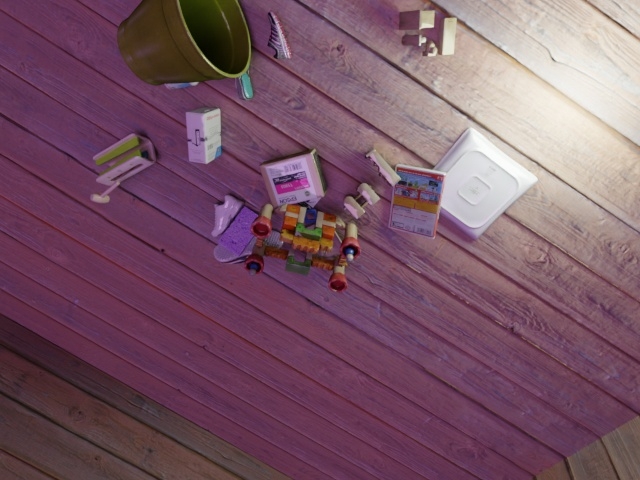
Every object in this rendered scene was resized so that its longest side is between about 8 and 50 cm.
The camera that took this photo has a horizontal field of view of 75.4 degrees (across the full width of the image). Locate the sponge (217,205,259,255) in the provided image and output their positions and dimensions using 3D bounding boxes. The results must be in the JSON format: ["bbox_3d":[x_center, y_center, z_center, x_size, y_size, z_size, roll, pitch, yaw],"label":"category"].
[{"bbox_3d":[-0.358,-0.043,1.889,0.117,0.031,0.210,34,78,2],"label":"sponge"}]

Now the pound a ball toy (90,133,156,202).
[{"bbox_3d":[-0.888,-0.310,1.868,0.319,0.136,0.208,-22,74,22],"label":"pound a ball toy"}]

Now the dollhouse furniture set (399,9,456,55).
[{"bbox_3d":[0.372,-0.726,1.452,0.151,0.123,0.144,-14,119,-19],"label":"dollhouse furniture set"}]

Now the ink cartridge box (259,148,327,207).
[{"bbox_3d":[-0.111,-0.255,1.718,0.235,0.088,0.193,-12,111,15],"label":"ink cartridge box"}]

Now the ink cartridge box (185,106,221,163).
[{"bbox_3d":[-0.482,-0.440,1.721,0.086,0.148,0.203,10,118,10],"label":"ink cartridge box"}]

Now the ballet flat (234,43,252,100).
[{"bbox_3d":[-0.314,-0.658,1.620,0.068,0.072,0.213,17,121,39],"label":"ballet flat"}]

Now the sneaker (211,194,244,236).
[{"bbox_3d":[-0.454,-0.120,1.926,0.115,0.090,0.232,39,110,-1],"label":"sneaker"}]

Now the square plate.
[{"bbox_3d":[0.610,-0.209,1.653,0.347,0.049,0.344,35,119,-6],"label":"square plate"}]

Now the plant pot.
[{"bbox_3d":[-0.495,-0.709,1.450,0.353,0.366,0.366,-7,115,27],"label":"plant pot"}]

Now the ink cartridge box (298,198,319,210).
[{"bbox_3d":[-0.100,-0.225,1.805,0.207,0.046,0.097,37,118,-7],"label":"ink cartridge box"}]

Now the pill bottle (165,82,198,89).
[{"bbox_3d":[-0.543,-0.659,1.656,0.160,0.087,0.087,-4,116,14],"label":"pill bottle"}]

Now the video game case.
[{"bbox_3d":[0.392,-0.159,1.706,0.204,0.025,0.285,17,121,26],"label":"video game case"}]

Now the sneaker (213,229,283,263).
[{"bbox_3d":[-0.335,0.030,1.956,0.321,0.127,0.126,-12,80,-6],"label":"sneaker"}]

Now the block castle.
[{"bbox_3d":[-0.076,0.047,1.745,0.454,0.212,0.303,13,130,-5],"label":"block castle"}]

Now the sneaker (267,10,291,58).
[{"bbox_3d":[-0.170,-0.754,1.537,0.075,0.063,0.170,-15,118,13],"label":"sneaker"}]

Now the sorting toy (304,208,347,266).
[{"bbox_3d":[0.000,0.000,1.897,0.196,0.047,0.347,-21,116,26],"label":"sorting toy"}]

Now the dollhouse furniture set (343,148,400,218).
[{"bbox_3d":[0.171,-0.224,1.657,0.242,0.212,0.161,-41,93,8],"label":"dollhouse furniture set"}]
